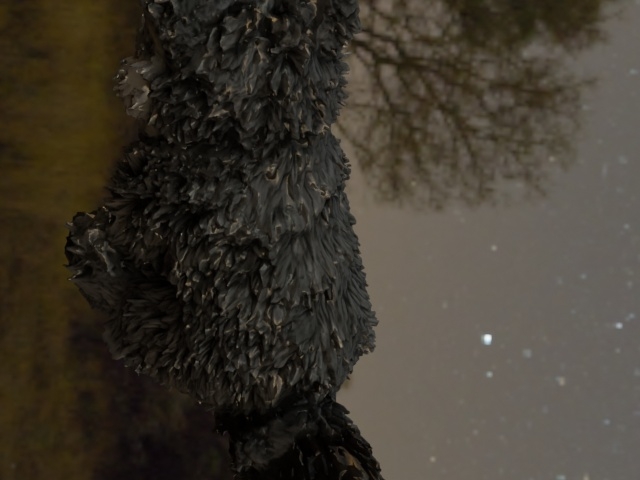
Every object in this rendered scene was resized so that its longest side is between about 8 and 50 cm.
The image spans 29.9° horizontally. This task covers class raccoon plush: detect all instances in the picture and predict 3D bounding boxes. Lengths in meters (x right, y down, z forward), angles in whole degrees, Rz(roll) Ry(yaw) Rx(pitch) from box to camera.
[{"bbox_3d":[0.000,0.000,0.840,0.446,0.216,0.299,47,-40,21],"label":"raccoon plush"}]
